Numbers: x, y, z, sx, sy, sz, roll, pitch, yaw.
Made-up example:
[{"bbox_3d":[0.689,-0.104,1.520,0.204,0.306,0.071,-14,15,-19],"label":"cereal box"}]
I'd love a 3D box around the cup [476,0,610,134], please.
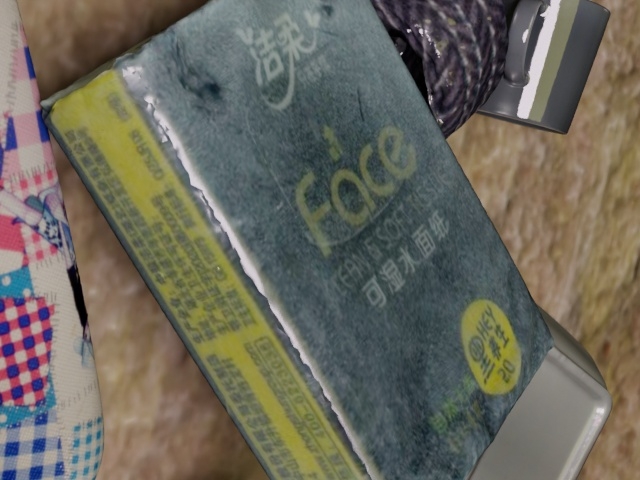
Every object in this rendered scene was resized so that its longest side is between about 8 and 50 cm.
[{"bbox_3d":[0.121,-0.108,0.793,0.100,0.078,0.077,2,103,-72],"label":"cup"}]

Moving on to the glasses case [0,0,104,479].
[{"bbox_3d":[-0.180,-0.008,0.605,0.125,0.076,0.328,-18,107,-30],"label":"glasses case"}]

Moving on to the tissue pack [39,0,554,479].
[{"bbox_3d":[0.000,0.000,0.669,0.257,0.081,0.185,59,40,-11],"label":"tissue pack"}]

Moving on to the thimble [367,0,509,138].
[{"bbox_3d":[0.056,-0.106,0.744,0.066,0.095,0.104,-36,117,-27],"label":"thimble"}]

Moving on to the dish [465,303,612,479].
[{"bbox_3d":[0.100,0.147,0.838,0.154,0.064,0.234,37,78,-34],"label":"dish"}]
